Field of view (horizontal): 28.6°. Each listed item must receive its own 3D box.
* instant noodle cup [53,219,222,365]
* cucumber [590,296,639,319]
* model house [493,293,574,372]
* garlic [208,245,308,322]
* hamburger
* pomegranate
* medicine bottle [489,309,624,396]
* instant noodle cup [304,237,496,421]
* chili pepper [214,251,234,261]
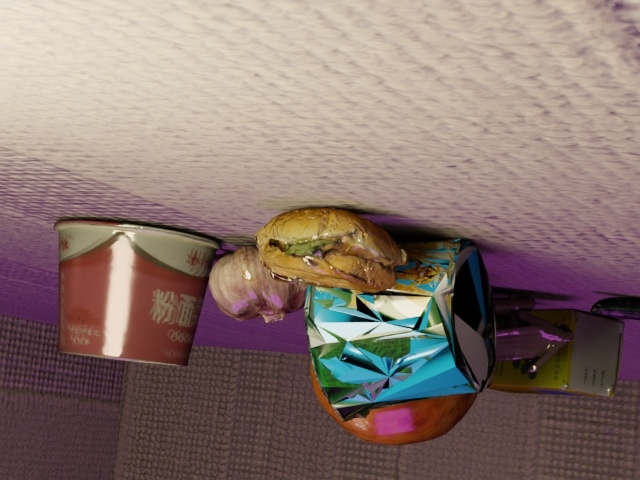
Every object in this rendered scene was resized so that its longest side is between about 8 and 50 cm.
[{"bbox_3d":[-0.259,0.076,1.731,0.234,0.179,0.235,6,173,1],"label":"instant noodle cup"},{"bbox_3d":[0.481,0.101,1.829,0.184,0.033,0.036,8,146,-10],"label":"cucumber"},{"bbox_3d":[0.291,0.142,1.955,0.188,0.122,0.229,2,175,0],"label":"model house"},{"bbox_3d":[-0.077,0.063,1.715,0.147,0.102,0.159,-14,167,21],"label":"garlic"},{"bbox_3d":[0.002,-0.002,1.374,0.176,0.087,0.102,10,162,24],"label":"hamburger"},{"bbox_3d":[0.096,0.160,1.798,0.270,0.252,0.229,7,-173,32],"label":"pomegranate"},{"bbox_3d":[0.382,0.196,2.164,0.141,0.137,0.250,12,170,-36],"label":"medicine bottle"},{"bbox_3d":[0.104,0.097,1.512,0.178,0.240,0.240,-7,167,22],"label":"instant noodle cup"},{"bbox_3d":[-0.096,0.044,1.859,0.050,0.041,0.153,-26,135,37],"label":"chili pepper"}]
